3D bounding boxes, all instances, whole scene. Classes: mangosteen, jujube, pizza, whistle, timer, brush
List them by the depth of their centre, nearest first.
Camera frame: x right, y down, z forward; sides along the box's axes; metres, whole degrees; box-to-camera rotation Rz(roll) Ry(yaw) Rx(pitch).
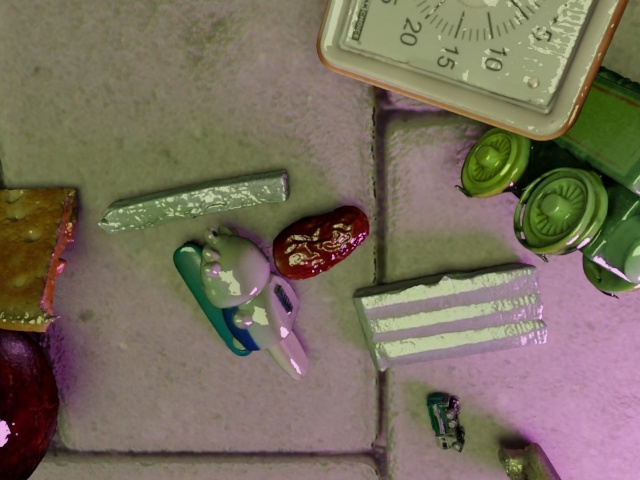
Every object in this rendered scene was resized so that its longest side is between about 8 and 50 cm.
[{"bbox_3d":[0.163,-0.250,0.580,0.250,0.161,0.257,29,113,30],"label":"timer"},{"bbox_3d":[-0.385,0.004,0.771,0.292,0.197,0.058,33,151,24],"label":"pizza"},{"bbox_3d":[0.000,0.000,0.774,0.129,0.077,0.077,-29,106,8],"label":"jujube"},{"bbox_3d":[-0.493,0.207,0.779,0.331,0.330,0.329,1,110,3],"label":"mangosteen"},{"bbox_3d":[-0.084,0.083,0.794,0.092,0.110,0.244,-19,117,21],"label":"whistle"},{"bbox_3d":[-0.141,0.080,0.840,0.043,0.032,0.193,-22,119,6],"label":"brush"}]

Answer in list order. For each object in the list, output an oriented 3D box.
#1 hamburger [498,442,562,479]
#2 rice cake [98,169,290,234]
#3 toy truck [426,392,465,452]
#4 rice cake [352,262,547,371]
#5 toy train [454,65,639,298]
[{"bbox_3d":[0.302,0.345,0.847,0.063,0.140,0.133,-30,139,14],"label":"hamburger"},{"bbox_3d":[-0.159,-0.049,0.781,0.246,0.045,0.042,-11,112,7],"label":"rice cake"},{"bbox_3d":[0.177,0.256,0.875,0.044,0.039,0.083,-6,109,24],"label":"toy truck"},{"bbox_3d":[0.169,0.098,0.814,0.237,0.043,0.127,-12,107,7],"label":"rice cake"},{"bbox_3d":[0.273,-0.071,0.628,0.159,0.271,0.188,25,111,-27],"label":"toy train"}]
